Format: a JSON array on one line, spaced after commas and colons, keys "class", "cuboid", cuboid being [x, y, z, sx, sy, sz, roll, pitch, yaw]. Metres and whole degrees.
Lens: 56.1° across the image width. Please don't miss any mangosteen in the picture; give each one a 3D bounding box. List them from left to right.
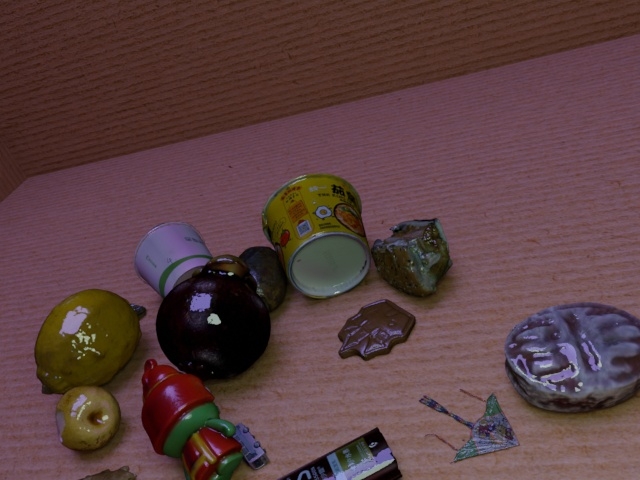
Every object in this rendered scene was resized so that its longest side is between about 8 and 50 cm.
[{"class": "mangosteen", "cuboid": [-0.280, 0.199, 1.610, 0.306, 0.307, 0.347, -6, 52, 22]}]

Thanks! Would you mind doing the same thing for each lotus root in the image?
[{"class": "lotus root", "cuboid": [-0.185, 0.115, 1.843, 0.160, 0.152, 0.275, -14, 32, 3]}]

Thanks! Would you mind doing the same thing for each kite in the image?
[{"class": "kite", "cuboid": [0.307, 0.389, 1.277, 0.244, 0.006, 0.198, 15, 46, 43]}]

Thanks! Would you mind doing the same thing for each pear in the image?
[{"class": "pear", "cuboid": [-0.609, 0.461, 1.558, 0.177, 0.178, 0.178, -15, 32, 10]}]

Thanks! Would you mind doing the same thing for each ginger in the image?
[{"class": "ginger", "cuboid": [-0.506, 0.577, 1.393, 0.205, 0.081, 0.115, 4, 70, 21]}]

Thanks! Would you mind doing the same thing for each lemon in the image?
[{"class": "lemon", "cuboid": [-0.681, 0.289, 1.752, 0.285, 0.286, 0.316, 5, 11, 35]}]

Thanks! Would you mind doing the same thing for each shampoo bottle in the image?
[{"class": "shampoo bottle", "cuboid": [-0.001, 0.499, 1.215, 0.322, 0.084, 0.129, -25, 29, -5]}]

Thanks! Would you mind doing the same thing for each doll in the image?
[{"class": "doll", "cuboid": [-0.324, 0.407, 1.392, 0.160, 0.183, 0.363, 7, 29, -48]}]

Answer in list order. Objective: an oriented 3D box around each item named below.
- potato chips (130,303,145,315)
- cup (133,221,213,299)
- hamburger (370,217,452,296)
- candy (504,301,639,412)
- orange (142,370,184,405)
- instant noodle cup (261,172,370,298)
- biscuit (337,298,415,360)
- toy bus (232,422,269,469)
[{"class": "potato chips", "cuboid": [-0.689, 0.262, 2.035, 0.209, 0.026, 0.142, 0, 40, 31]}, {"class": "cup", "cuboid": [-0.440, 0.101, 1.944, 0.253, 0.253, 0.274, -33, 40, -19]}, {"class": "hamburger", "cuboid": [0.260, 0.052, 1.667, 0.167, 0.192, 0.288, -25, 6, -18]}, {"class": "candy", "cuboid": [0.526, 0.241, 1.237, 0.289, 0.157, 0.214, -10, 47, 5]}, {"class": "orange", "cuboid": [-0.390, 0.405, 1.548, 0.135, 0.118, 0.136, 6, 61, -11]}, {"class": "instant noodle cup", "cuboid": [0.000, 0.000, 1.787, 0.325, 0.326, 0.254, -20, 41, 1]}, {"class": "biscuit", "cuboid": [0.134, 0.238, 1.581, 0.215, 0.034, 0.182, -33, 33, -20]}, {"class": "toy bus", "cuboid": [-0.168, 0.475, 1.392, 0.052, 0.037, 0.130, -35, 33, -18]}]
